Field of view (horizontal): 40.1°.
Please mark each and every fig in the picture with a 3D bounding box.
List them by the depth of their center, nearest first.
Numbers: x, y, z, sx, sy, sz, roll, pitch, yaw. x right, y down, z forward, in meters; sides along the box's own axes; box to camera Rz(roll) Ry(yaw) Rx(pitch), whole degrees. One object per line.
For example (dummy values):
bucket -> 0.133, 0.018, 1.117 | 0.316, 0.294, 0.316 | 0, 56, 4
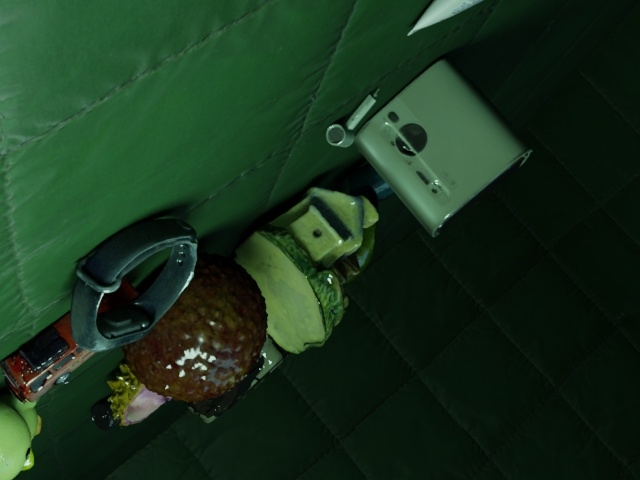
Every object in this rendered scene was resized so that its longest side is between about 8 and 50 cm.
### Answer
fig -> 0.000, 0.000, 2.018 | 0.235, 0.203, 0.203 | 2, 158, -13

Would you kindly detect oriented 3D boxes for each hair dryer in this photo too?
hair dryer -> 0.062, -0.214, 1.517 | 0.124, 0.038, 0.063 | -49, 170, 15

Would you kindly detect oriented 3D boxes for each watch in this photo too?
watch -> -0.262, 0.060, 1.225 | 0.193, 0.068, 0.206 | -62, 159, 15

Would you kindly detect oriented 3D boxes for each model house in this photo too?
model house -> -0.007, 0.047, 1.798 | 0.266, 0.261, 0.321 | -39, 178, -31

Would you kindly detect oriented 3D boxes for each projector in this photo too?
projector -> 0.241, -0.181, 1.753 | 0.248, 0.249, 0.248 | -40, 172, 3

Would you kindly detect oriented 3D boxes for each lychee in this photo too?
lychee -> -0.208, 0.150, 1.497 | 0.260, 0.260, 0.260 | -40, 172, -7

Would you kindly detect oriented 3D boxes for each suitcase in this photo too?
suitcase -> -0.225, 0.321, 2.487 | 0.351, 0.194, 0.339 | -43, 178, 23

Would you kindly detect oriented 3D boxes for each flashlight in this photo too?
flashlight -> -0.456, 0.389, 2.147 | 0.093, 0.093, 0.232 | -46, 168, 31

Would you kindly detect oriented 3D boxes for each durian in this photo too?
durian -> -0.368, 0.271, 1.867 | 0.191, 0.112, 0.341 | -20, 151, -43

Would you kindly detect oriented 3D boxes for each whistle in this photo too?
whistle -> -0.488, 0.305, 1.376 | 0.141, 0.141, 0.294 | -42, 173, 8

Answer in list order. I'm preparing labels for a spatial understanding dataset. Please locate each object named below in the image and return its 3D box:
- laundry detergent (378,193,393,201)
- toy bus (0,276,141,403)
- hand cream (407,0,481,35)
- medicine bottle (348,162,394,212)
laundry detergent -> 0.181, -0.184, 2.076 | 0.144, 0.078, 0.221 | -38, 169, -32
toy bus -> -0.372, 0.148, 1.327 | 0.235, 0.073, 0.096 | -39, 162, -19
hand cream -> 0.240, -0.390, 1.295 | 0.133, 0.083, 0.248 | -33, 179, -41
medicine bottle -> 0.171, -0.144, 1.932 | 0.258, 0.124, 0.079 | -28, 137, 2
